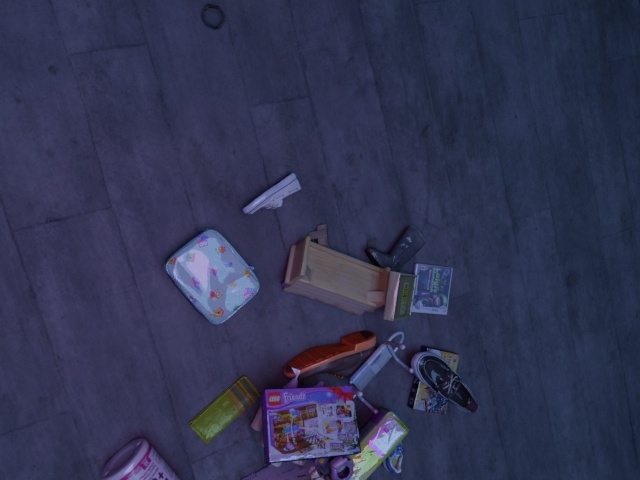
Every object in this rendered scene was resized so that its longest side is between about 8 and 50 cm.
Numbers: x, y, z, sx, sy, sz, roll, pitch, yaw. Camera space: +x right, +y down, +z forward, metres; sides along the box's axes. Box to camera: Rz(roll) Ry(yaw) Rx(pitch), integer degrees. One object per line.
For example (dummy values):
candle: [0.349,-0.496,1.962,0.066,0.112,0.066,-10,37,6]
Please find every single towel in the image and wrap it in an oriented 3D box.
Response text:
towel: [-0.317,0.566,1.635,0.237,0.021,0.102,-39,105,-16]

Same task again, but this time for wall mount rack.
wall mount rack: [0.202,0.458,1.686,0.350,0.130,0.304,-46,144,-11]

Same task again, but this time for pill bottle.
pill bottle: [-0.516,0.762,1.488,0.160,0.160,0.283,-38,105,-16]

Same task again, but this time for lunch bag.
lunch bag: [-0.339,0.113,1.561,0.224,0.107,0.279,-42,107,-18]

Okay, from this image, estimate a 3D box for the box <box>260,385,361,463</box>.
box: [-0.029,0.553,1.479,0.293,0.057,0.201,5,61,-22]

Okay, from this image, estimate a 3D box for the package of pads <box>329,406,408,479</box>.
package of pads: [0.166,0.726,1.708,0.296,0.229,0.101,-44,81,-11]

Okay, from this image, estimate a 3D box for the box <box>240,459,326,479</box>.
box: [-0.110,0.844,1.616,0.261,0.231,0.127,-17,99,-21]

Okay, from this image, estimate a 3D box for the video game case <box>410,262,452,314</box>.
video game case: [0.435,0.192,1.922,0.173,0.022,0.191,8,89,-22]

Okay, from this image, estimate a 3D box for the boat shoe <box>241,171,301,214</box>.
boat shoe: [-0.155,-0.142,1.637,0.226,0.083,0.076,-38,104,-17]

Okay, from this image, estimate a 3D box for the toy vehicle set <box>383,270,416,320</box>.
toy vehicle set: [0.292,0.200,1.763,0.266,0.035,0.166,15,84,-66]

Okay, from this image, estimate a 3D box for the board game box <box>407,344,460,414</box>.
board game box: [0.449,0.552,1.930,0.164,0.042,0.244,17,86,-22]

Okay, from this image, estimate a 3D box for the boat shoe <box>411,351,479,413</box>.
boat shoe: [0.489,0.538,1.858,0.335,0.119,0.121,40,78,-19]

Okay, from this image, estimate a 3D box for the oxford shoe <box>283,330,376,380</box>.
oxford shoe: [0.048,0.439,1.723,0.363,0.130,0.133,-14,103,-21]

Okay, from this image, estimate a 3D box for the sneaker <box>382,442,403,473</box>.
sneaker: [0.284,0.776,1.852,0.080,0.081,0.211,-1,90,-20]

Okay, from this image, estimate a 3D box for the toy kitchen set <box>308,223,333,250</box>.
toy kitchen set: [0.000,0.000,1.739,0.068,0.075,0.083,-11,58,14]

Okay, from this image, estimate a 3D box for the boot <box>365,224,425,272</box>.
boot: [0.285,0.025,1.827,0.208,0.076,0.190,-48,122,-7]

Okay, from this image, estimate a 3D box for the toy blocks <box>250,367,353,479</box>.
toy blocks: [-0.028,0.589,1.596,0.288,0.309,0.260,29,86,-21]

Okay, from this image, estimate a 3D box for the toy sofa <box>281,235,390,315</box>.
toy sofa: [0.053,0.132,1.716,0.362,0.177,0.150,21,60,-21]
